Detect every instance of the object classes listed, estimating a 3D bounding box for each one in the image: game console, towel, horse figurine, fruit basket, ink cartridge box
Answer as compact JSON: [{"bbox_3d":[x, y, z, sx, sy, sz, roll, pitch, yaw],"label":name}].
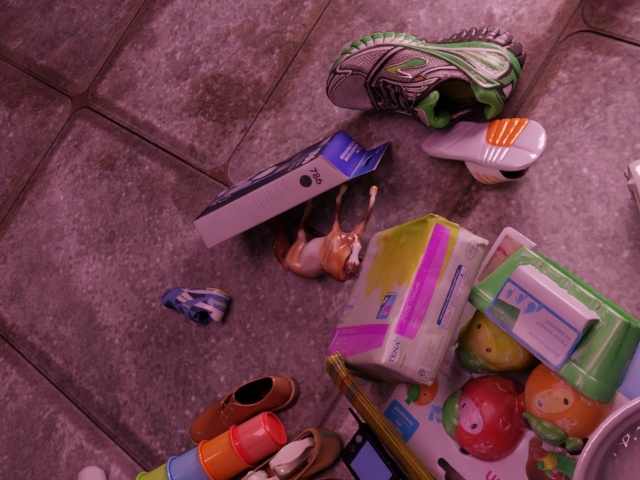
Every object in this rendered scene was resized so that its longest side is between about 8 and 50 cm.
[{"bbox_3d":[0.067,0.322,1.454,0.107,0.071,0.122,-57,48,21],"label":"game console"},{"bbox_3d":[0.087,0.262,1.416,0.021,0.102,0.237,-37,77,-11],"label":"towel"},{"bbox_3d":[0.000,0.000,1.652,0.263,0.066,0.175,-10,61,48],"label":"horse figurine"},{"bbox_3d":[0.261,0.201,1.345,0.353,0.165,0.327,-52,51,6],"label":"fruit basket"},{"bbox_3d":[-0.049,-0.101,1.700,0.332,0.065,0.165,-24,14,20],"label":"ink cartridge box"}]

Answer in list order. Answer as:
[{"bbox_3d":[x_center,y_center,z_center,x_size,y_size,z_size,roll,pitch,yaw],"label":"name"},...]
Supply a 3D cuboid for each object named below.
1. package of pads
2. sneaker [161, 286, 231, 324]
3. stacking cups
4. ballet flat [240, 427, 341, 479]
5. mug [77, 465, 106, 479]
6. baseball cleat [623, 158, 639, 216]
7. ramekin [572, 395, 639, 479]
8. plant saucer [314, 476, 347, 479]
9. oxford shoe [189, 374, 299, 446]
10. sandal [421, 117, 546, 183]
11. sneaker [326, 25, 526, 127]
[{"bbox_3d":[0.115,0.086,1.437,0.229,0.101,0.296,-68,11,-12],"label":"package of pads"},{"bbox_3d":[-0.228,0.117,1.776,0.144,0.053,0.059,-3,69,34],"label":"sneaker"},{"bbox_3d":[-0.203,0.370,1.610,0.316,0.096,0.096,-34,54,16],"label":"stacking cups"},{"bbox_3d":[-0.073,0.362,1.543,0.232,0.073,0.080,-41,51,10],"label":"ballet flat"},{"bbox_3d":[-0.405,0.433,1.739,0.078,0.062,0.064,-27,48,13],"label":"mug"},{"bbox_3d":[0.486,-0.033,1.366,0.109,0.072,0.206,-19,62,18],"label":"baseball cleat"},{"bbox_3d":[0.430,0.299,1.147,0.277,0.135,0.277,-1,87,13],"label":"ramekin"},{"bbox_3d":[0.014,0.438,1.478,0.168,0.029,0.168,-15,60,28],"label":"plant saucer"},{"bbox_3d":[-0.141,0.272,1.631,0.212,0.076,0.076,-33,56,19],"label":"oxford shoe"},{"bbox_3d":[0.267,-0.136,1.565,0.102,0.076,0.265,-45,28,-15],"label":"sandal"},{"bbox_3d":[0.154,-0.258,1.632,0.343,0.134,0.146,-1,52,33],"label":"sneaker"}]
